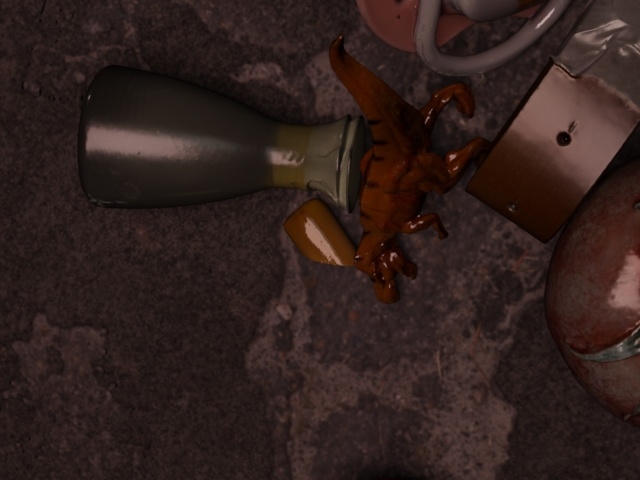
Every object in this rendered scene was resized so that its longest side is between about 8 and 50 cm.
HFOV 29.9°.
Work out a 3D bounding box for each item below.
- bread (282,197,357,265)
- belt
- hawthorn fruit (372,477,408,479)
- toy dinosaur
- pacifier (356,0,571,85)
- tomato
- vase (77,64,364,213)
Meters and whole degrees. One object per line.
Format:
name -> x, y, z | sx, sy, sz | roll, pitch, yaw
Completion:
bread -> 0.000, 0.002, 1.475 | 0.062, 0.049, 0.103 | -34, 90, 17
belt -> 0.290, -0.166, 1.279 | 0.122, 0.217, 0.338 | 35, 91, 5
hawthorn fruit -> 0.085, 0.393, 1.462 | 0.262, 0.210, 0.210 | 40, 108, 15
toy dinosaur -> 0.106, -0.108, 1.354 | 0.097, 0.208, 0.432 | 44, 155, 39
pacifier -> 0.164, -0.332, 1.276 | 0.332, 0.220, 0.273 | -23, 81, -22
tomato -> 0.398, 0.055, 1.267 | 0.317, 0.282, 0.316 | 4, 103, 16
vase -> -0.113, -0.109, 1.431 | 0.321, 0.173, 0.173 | 7, 103, 5
